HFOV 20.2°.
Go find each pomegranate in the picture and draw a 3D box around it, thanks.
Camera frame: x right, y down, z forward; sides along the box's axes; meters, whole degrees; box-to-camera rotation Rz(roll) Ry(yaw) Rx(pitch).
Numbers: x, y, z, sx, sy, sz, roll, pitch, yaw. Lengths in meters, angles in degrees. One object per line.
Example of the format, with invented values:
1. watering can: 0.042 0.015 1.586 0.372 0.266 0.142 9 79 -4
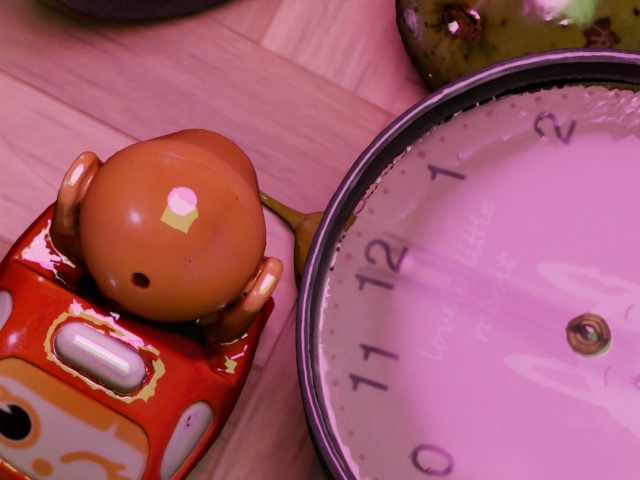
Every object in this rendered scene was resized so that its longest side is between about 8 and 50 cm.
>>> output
1. pomegranate: 0.172 -0.188 1.327 0.214 0.214 0.248 51 42 4

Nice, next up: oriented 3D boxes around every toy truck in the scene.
1. toy truck: -0.132 0.055 1.182 0.189 0.239 0.265 29 75 -2

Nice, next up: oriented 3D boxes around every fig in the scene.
1. fig: 0.008 -0.005 1.301 0.093 0.093 0.166 -25 75 -14

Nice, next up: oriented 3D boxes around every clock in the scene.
1. clock: 0.170 0.060 1.139 0.386 0.076 0.386 -2 72 7

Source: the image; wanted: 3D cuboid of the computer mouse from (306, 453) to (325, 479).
1. computer mouse: 0.094 0.144 1.242 0.197 0.095 0.331 23 82 -34

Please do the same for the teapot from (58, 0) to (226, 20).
1. teapot: -0.083 -0.327 1.279 0.321 0.239 0.239 -22 67 -2
